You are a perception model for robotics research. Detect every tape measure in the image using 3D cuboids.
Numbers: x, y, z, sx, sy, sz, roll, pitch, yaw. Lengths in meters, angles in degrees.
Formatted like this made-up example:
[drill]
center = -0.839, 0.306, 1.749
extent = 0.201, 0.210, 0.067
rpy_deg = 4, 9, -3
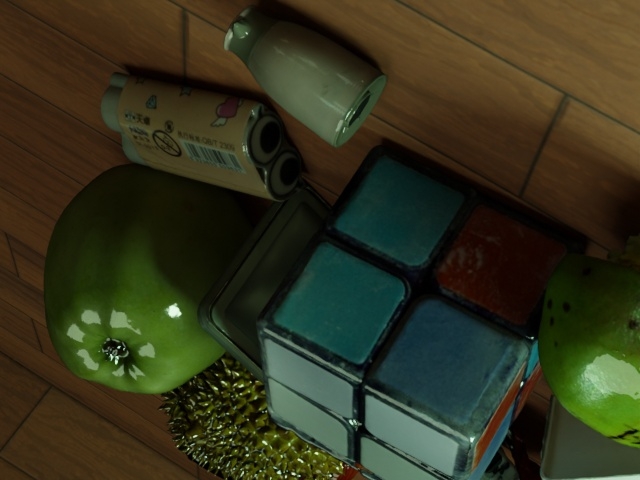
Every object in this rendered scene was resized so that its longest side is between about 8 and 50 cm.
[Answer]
[tape measure]
center = 0.208, 0.310, 2.348
extent = 0.330, 0.084, 0.164
rpy_deg = 38, 163, 43

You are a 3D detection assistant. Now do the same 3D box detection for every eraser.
[eraser]
center = -0.174, -0.147, 1.945
extent = 0.290, 0.087, 0.171
rpy_deg = 15, 147, 36

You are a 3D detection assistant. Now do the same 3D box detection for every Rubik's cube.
[Rubik's cube]
center = 0.124, 0.122, 1.765
extent = 0.316, 0.318, 0.313
rpy_deg = 27, 155, 15

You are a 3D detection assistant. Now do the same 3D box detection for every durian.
[durian]
center = -0.067, 0.283, 2.296
extent = 0.347, 0.384, 0.347
rpy_deg = 16, 112, 46

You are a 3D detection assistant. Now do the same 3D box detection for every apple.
[apple]
center = -0.262, 0.060, 2.118
extent = 0.357, 0.357, 0.357
rpy_deg = 29, 156, 14

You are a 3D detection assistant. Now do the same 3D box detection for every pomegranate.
[pomegranate]
center = 0.367, 0.111, 1.538
extent = 0.260, 0.260, 0.341
rpy_deg = 34, 169, 2

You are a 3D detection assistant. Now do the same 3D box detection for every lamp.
[lamp]
center = -0.016, 0.093, 1.956
extent = 0.269, 0.266, 0.047
rpy_deg = 45, 154, -21

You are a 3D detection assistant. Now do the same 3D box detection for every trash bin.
[trash bin]
center = 0.428, 0.381, 1.893
extent = 0.296, 0.256, 0.368
rpy_deg = -9, 128, 27

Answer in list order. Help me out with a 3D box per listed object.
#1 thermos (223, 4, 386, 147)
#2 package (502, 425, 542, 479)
[thermos]
center = -0.025, -0.206, 1.636
extent = 0.193, 0.105, 0.137
rpy_deg = 35, -172, 10
[package]
center = 0.331, 0.383, 2.153
extent = 0.071, 0.269, 0.194
rpy_deg = -12, 134, 3
